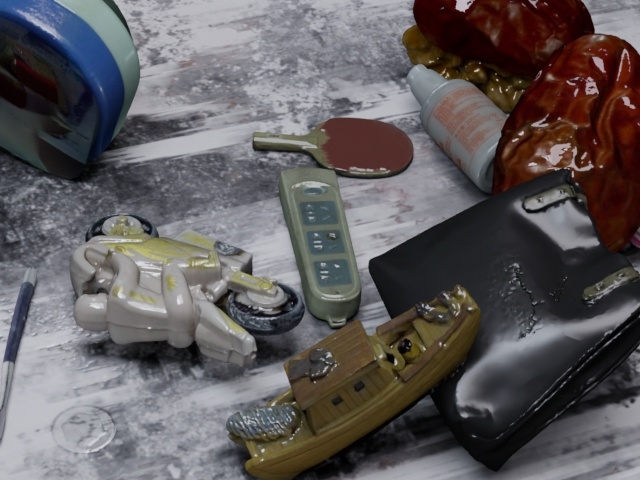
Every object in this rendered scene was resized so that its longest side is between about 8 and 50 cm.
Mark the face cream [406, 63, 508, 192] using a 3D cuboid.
[{"bbox_3d":[0.200,-0.178,2.158,0.101,0.101,0.251,-19,46,-24],"label":"face cream"}]

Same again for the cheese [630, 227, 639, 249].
[{"bbox_3d":[0.494,-0.003,2.019,0.155,0.062,0.244,-15,46,-23],"label":"cheese"}]

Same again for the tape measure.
[{"bbox_3d":[-0.381,-0.248,2.043,0.259,0.262,0.138,32,47,0],"label":"tape measure"}]

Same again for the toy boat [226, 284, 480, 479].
[{"bbox_3d":[0.037,0.153,1.667,0.321,0.121,0.089,-34,46,8],"label":"toy boat"}]

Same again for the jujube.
[{"bbox_3d":[0.354,-0.125,2.003,0.216,0.216,0.342,14,57,10],"label":"jujube"}]

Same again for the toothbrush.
[{"bbox_3d":[-0.377,0.136,1.814,0.026,0.024,0.288,-7,42,8],"label":"toothbrush"}]

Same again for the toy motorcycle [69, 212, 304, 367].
[{"bbox_3d":[-0.195,0.062,1.846,0.341,0.107,0.223,22,36,28],"label":"toy motorcycle"}]

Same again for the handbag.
[{"bbox_3d":[0.239,0.072,1.784,0.288,0.152,0.342,-34,46,8],"label":"handbag"}]

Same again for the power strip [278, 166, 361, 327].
[{"bbox_3d":[0.000,0.002,1.981,0.080,0.048,0.286,-4,44,-8],"label":"power strip"}]

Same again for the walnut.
[{"bbox_3d":[0.272,-0.311,2.252,0.269,0.221,0.243,27,77,12],"label":"walnut"}]

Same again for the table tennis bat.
[{"bbox_3d":[0.019,-0.138,2.159,0.235,0.022,0.131,3,42,-4],"label":"table tennis bat"}]
